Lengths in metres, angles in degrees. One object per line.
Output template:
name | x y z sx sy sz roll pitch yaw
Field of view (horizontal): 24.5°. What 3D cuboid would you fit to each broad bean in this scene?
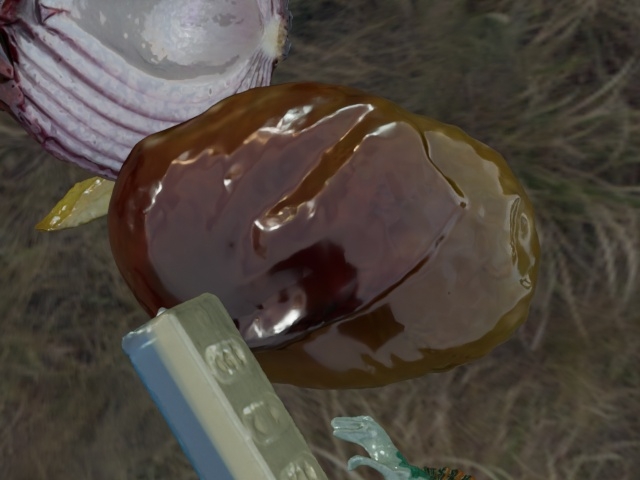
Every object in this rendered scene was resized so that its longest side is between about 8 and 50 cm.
broad bean | 0.001 -0.003 0.747 0.229 0.122 0.156 0 98 23

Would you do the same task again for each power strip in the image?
power strip | -0.038 0.081 0.646 0.032 0.056 0.123 -33 86 18

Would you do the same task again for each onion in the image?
onion | -0.159 -0.159 1.045 0.284 0.120 0.227 6 97 -44

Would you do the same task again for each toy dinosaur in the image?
toy dinosaur | 0.084 0.174 0.923 0.187 0.106 0.044 19 118 5

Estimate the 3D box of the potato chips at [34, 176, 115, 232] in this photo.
potato chips | -0.115 -0.070 1.631 0.407 0.057 0.080 -9 103 -23
